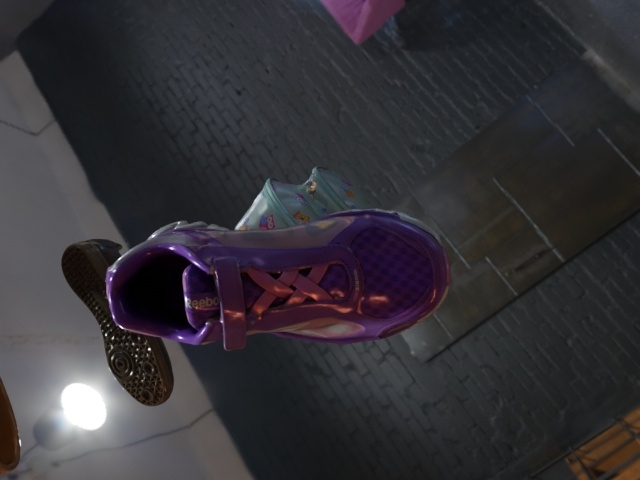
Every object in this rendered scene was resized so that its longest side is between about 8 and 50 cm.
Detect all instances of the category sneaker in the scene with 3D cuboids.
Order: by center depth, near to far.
[{"bbox_3d":[-0.036,0.030,0.351,0.104,0.236,0.095,-15,-78,-75],"label":"sneaker"},{"bbox_3d":[-0.195,0.078,0.568,0.188,0.066,0.071,61,-156,3],"label":"sneaker"}]

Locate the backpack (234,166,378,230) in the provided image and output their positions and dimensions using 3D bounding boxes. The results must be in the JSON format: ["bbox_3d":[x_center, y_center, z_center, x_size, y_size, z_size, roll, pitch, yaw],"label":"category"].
[{"bbox_3d":[0.000,0.000,0.636,0.188,0.144,0.166,5,-140,-51],"label":"backpack"}]

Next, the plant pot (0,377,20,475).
[{"bbox_3d":[-0.578,0.232,0.731,0.291,0.203,0.291,49,154,35],"label":"plant pot"}]
